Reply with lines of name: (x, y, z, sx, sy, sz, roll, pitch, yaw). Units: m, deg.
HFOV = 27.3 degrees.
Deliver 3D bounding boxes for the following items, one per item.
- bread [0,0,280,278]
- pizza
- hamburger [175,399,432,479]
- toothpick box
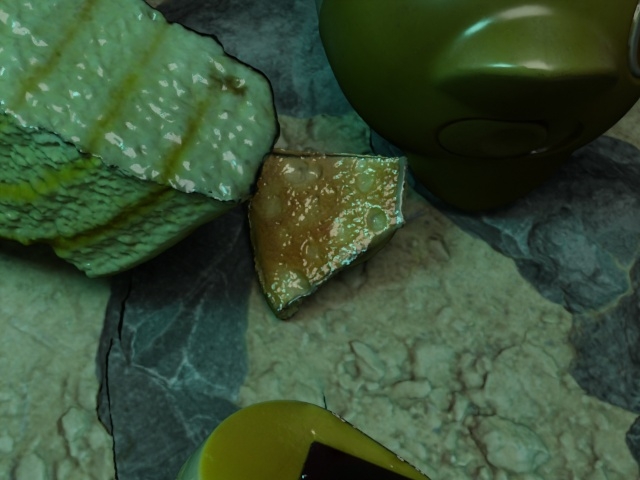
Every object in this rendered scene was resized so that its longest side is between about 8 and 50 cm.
bread: (-0.263, -0.113, 1.365, 0.395, 0.264, 0.239, 31, 47, -5)
pizza: (0.008, -0.005, 1.472, 0.188, 0.080, 0.204, -2, 69, 13)
hamburger: (-0.003, 0.284, 1.258, 0.295, 0.151, 0.227, 33, 53, 12)
toothpick box: (0.195, -0.289, 1.479, 0.409, 0.409, 0.425, 2, 67, -12)
